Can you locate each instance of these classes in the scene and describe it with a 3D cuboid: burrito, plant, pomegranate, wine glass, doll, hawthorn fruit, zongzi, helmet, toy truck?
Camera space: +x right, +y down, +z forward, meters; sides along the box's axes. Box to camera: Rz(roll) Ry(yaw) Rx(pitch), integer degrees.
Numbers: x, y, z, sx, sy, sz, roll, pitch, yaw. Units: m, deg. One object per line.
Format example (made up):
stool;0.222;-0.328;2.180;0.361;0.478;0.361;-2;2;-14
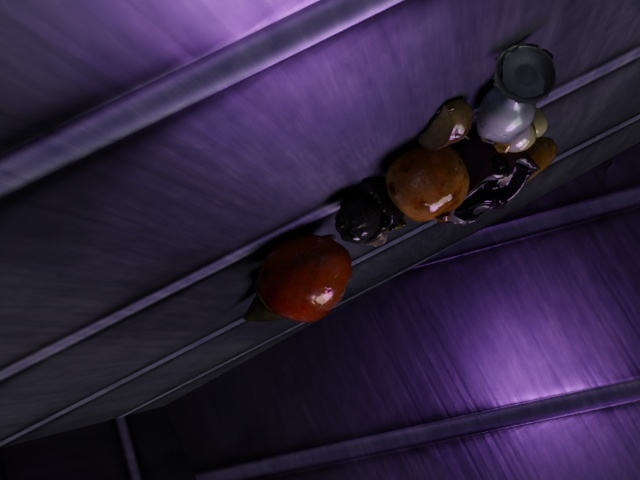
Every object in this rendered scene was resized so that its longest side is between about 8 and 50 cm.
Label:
burrito;0.189;-0.019;2.393;0.087;0.060;0.226;-8;170;8
plant;0.142;-0.084;1.899;0.256;0.142;0.164;-31;173;-43
pomegranate;0.281;-0.144;1.786;0.215;0.215;0.215;-26;167;-7
wine glass;0.443;-0.326;1.584;0.143;0.143;0.321;-27;169;-1
doll;0.537;-0.305;1.855;0.296;0.141;0.117;-17;136;-52
hawthorn fruit;-0.044;0.115;2.016;0.284;0.284;0.284;-26;167;-7
zongzi;-0.194;0.204;2.322;0.360;0.160;0.323;-26;163;22
helmet;0.454;-0.195;1.967;0.338;0.197;0.271;-18;157;-26
toy truck;0.265;-0.062;2.423;0.083;0.049;0.054;-20;167;-26

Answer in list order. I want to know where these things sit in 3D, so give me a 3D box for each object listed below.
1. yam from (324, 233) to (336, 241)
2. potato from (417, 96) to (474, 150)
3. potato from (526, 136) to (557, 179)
yam;0.000;0.000;2.184;0.027;0.033;0.129;-6;180;42
potato;0.321;-0.267;1.657;0.100;0.089;0.172;-24;165;-28
potato;0.643;-0.235;2.300;0.369;0.176;0.195;-30;140;-5
